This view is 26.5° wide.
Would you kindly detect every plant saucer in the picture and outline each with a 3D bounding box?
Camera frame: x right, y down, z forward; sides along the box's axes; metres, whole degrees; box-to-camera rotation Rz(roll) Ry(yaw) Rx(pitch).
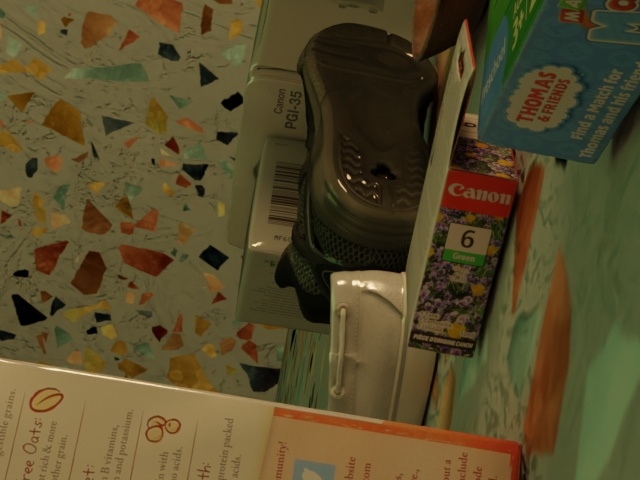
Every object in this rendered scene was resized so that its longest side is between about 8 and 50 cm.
[{"bbox_3d":[0.075,-0.171,0.683,0.168,0.029,0.168,-170,90,-87],"label":"plant saucer"}]

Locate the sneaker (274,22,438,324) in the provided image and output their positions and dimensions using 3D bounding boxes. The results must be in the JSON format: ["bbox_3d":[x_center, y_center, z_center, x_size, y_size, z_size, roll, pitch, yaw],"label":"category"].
[{"bbox_3d":[0.018,-0.035,0.798,0.227,0.087,0.130,-92,17,-52],"label":"sneaker"}]

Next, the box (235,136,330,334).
[{"bbox_3d":[0.000,0.000,0.922,0.087,0.102,0.101,106,173,-51],"label":"box"}]

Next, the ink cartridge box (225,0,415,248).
[{"bbox_3d":[0.011,-0.151,1.041,0.207,0.117,0.283,103,176,-53],"label":"ink cartridge box"}]

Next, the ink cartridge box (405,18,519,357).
[{"bbox_3d":[0.057,-0.020,0.522,0.063,0.029,0.115,-85,5,-64],"label":"ink cartridge box"}]

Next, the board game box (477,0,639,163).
[{"bbox_3d":[0.080,-0.149,0.332,0.160,0.039,0.211,105,175,-67],"label":"board game box"}]

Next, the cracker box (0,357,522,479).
[{"bbox_3d":[-0.063,0.097,0.461,0.155,0.232,0.067,106,173,-67],"label":"cracker box"}]

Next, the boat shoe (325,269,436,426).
[{"bbox_3d":[0.013,0.102,0.662,0.066,0.063,0.184,-87,7,-69],"label":"boat shoe"}]
